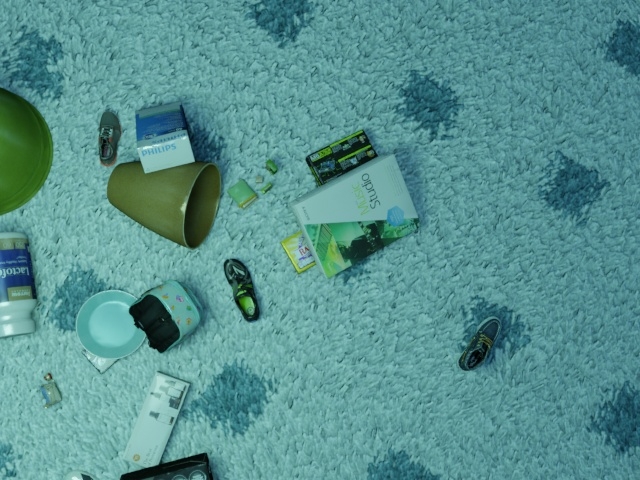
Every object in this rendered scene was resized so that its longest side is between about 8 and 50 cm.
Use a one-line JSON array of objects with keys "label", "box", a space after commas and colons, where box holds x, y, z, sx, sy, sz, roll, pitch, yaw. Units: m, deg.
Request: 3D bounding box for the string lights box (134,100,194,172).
[{"label": "string lights box", "box": [-0.417, -0.281, 1.855, 0.133, 0.260, 0.077, -14, 124, -7]}]

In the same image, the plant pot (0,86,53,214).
[{"label": "plant pot", "box": [-0.905, -0.266, 1.749, 0.366, 0.353, 0.367, 1, 82, -6]}]

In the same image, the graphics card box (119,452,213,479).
[{"label": "graphics card box", "box": [-0.361, 0.755, 1.784, 0.232, 0.094, 0.371, -12, 93, -7]}]

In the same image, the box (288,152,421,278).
[{"label": "box", "box": [0.101, -0.071, 1.928, 0.322, 0.058, 0.232, -28, 109, -12]}]

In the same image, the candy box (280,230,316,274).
[{"label": "candy box", "box": [0.000, 0.000, 1.975, 0.205, 0.027, 0.105, -30, 84, -9]}]

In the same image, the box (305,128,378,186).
[{"label": "box", "box": [0.082, -0.197, 1.989, 0.190, 0.045, 0.184, -28, 81, -13]}]

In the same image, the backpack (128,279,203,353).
[{"label": "backpack", "box": [-0.393, 0.191, 1.828, 0.144, 0.188, 0.166, -32, 86, -34]}]

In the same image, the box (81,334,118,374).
[{"label": "box", "box": [-0.591, 0.307, 1.879, 0.067, 0.018, 0.083, -41, 89, -10]}]

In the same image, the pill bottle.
[{"label": "pill bottle", "box": [-0.822, 0.119, 1.811, 0.153, 0.153, 0.265, -10, 85, -7]}]

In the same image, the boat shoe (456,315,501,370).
[{"label": "boat shoe", "box": [0.457, 0.292, 1.958, 0.065, 0.083, 0.183, 38, 81, 0]}]

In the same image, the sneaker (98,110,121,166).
[{"label": "sneaker", "box": [-0.585, -0.286, 1.930, 0.061, 0.065, 0.158, -2, 83, -6]}]

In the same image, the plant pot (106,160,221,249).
[{"label": "plant pot", "box": [-0.428, -0.119, 1.861, 0.254, 0.237, 0.237, 14, 82, 10]}]

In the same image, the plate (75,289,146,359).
[{"label": "plate", "box": [-0.559, 0.227, 1.879, 0.188, 0.024, 0.188, 4, 74, -14]}]

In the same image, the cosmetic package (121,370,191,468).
[{"label": "cosmetic package", "box": [-0.434, 0.476, 1.854, 0.098, 0.060, 0.239, 20, 81, -2]}]

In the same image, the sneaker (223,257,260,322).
[{"label": "sneaker", "box": [-0.211, 0.134, 1.910, 0.067, 0.078, 0.188, -21, 85, -8]}]

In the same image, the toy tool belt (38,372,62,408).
[{"label": "toy tool belt", "box": [-0.720, 0.397, 1.839, 0.051, 0.052, 0.083, -27, 86, -17]}]

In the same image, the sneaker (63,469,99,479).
[{"label": "sneaker", "box": [-0.580, 0.694, 1.764, 0.094, 0.153, 0.235, -28, 87, -10]}]

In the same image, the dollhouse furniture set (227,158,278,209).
[{"label": "dollhouse furniture set", "box": [-0.185, -0.159, 1.959, 0.151, 0.058, 0.076, -40, 88, -9]}]
